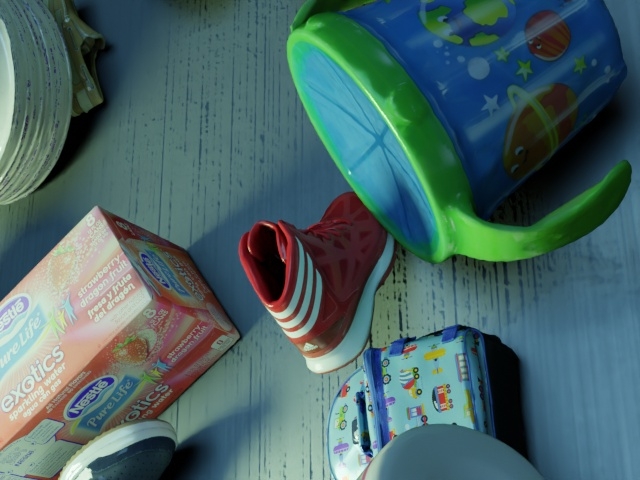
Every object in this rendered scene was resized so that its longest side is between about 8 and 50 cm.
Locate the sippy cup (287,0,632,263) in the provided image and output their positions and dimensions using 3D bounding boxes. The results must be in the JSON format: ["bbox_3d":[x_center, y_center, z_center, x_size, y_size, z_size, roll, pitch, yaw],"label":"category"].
[{"bbox_3d":[0.125,-0.135,0.865,0.224,0.240,0.305,-34,93,-10],"label":"sippy cup"}]

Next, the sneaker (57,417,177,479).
[{"bbox_3d":[-0.217,0.309,0.972,0.282,0.099,0.153,-46,50,16],"label":"sneaker"}]

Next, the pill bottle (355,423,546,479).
[{"bbox_3d":[0.048,0.275,0.733,0.160,0.160,0.283,61,137,32],"label":"pill bottle"}]

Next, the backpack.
[{"bbox_3d":[0.076,0.159,0.848,0.173,0.117,0.158,-15,64,29],"label":"backpack"}]

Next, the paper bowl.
[{"bbox_3d":[-0.447,-0.181,1.220,0.284,0.148,0.284,4,97,35],"label":"paper bowl"}]

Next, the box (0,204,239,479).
[{"bbox_3d":[-0.256,0.130,1.034,0.300,0.154,0.142,-44,56,10],"label":"box"}]

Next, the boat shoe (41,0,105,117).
[{"bbox_3d":[-0.305,-0.247,1.269,0.072,0.068,0.189,-16,75,11],"label":"boat shoe"}]

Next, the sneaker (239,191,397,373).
[{"bbox_3d":[0.000,0.000,0.905,0.087,0.128,0.221,-24,33,23],"label":"sneaker"}]
